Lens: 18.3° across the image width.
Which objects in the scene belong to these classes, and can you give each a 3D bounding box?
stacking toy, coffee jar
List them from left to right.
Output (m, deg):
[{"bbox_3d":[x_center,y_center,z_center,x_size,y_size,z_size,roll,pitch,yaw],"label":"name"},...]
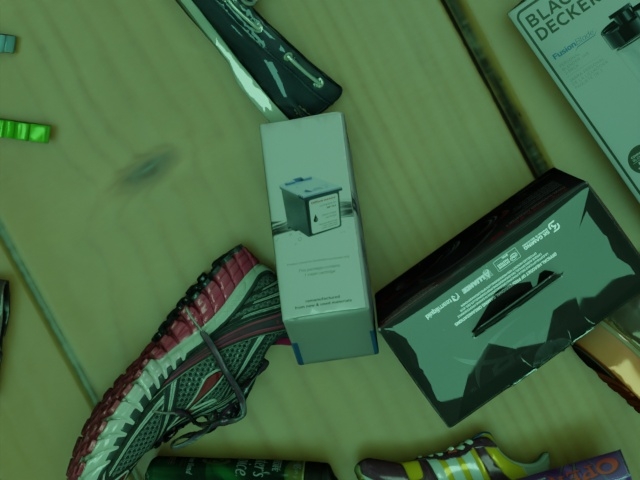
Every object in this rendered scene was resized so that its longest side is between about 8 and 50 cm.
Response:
[{"bbox_3d":[-0.351,-0.191,1.862,0.221,0.052,0.167,10,96,-2],"label":"stacking toy"},{"bbox_3d":[-0.072,0.246,1.866,0.184,0.096,0.079,2,93,0],"label":"coffee jar"}]

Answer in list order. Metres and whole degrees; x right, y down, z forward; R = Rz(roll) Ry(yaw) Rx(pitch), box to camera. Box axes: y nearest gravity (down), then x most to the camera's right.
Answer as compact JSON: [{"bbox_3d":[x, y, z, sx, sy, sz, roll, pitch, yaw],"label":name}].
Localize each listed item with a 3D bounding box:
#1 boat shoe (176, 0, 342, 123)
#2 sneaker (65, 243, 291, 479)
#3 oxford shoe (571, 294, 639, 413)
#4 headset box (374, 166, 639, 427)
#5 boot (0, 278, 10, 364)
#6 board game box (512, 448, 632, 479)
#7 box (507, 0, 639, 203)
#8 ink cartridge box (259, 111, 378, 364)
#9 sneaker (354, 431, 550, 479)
[{"bbox_3d":[-0.079,-0.213,1.830,0.079,0.095,0.254,-37,94,5],"label":"boat shoe"},{"bbox_3d":[-0.126,0.143,1.816,0.112,0.121,0.299,41,73,-6],"label":"sneaker"},{"bbox_3d":[0.405,0.164,1.840,0.364,0.130,0.132,42,86,-4],"label":"oxford shoe"},{"bbox_3d":[0.165,0.044,1.748,0.218,0.293,0.110,-36,93,4],"label":"headset box"},{"bbox_3d":[-0.412,0.133,1.864,0.207,0.090,0.248,12,91,2],"label":"boot"},{"bbox_3d":[0.137,0.331,1.852,0.347,0.056,0.208,-17,117,2],"label":"board game box"},{"bbox_3d":[0.322,-0.142,1.808,0.169,0.087,0.290,-33,94,25],"label":"box"},{"bbox_3d":[0.000,0.000,1.791,0.082,0.139,0.190,-10,69,2],"label":"ink cartridge box"},{"bbox_3d":[0.126,0.217,1.881,0.185,0.069,0.084,14,86,-6],"label":"sneaker"}]
